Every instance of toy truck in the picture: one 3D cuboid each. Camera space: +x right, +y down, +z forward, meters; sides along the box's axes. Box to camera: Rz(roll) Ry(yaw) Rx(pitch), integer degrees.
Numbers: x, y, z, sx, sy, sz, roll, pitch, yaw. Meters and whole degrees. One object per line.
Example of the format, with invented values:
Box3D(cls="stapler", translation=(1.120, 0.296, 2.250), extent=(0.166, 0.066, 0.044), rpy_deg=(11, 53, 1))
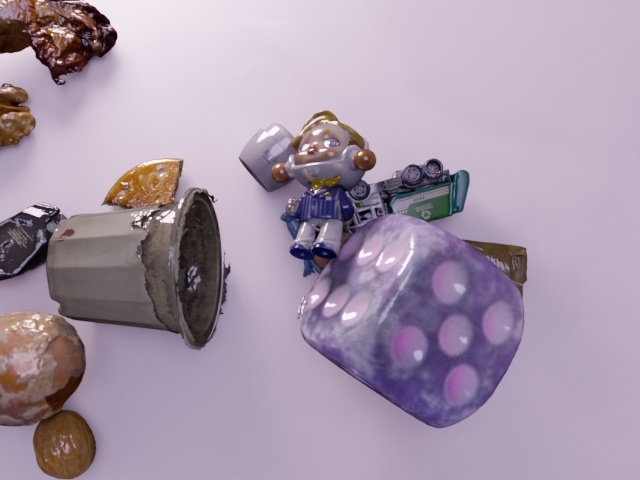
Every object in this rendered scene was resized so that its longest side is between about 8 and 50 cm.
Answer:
Box3D(cls="toy truck", translation=(0.164, -0.085, 1.320), extent=(0.254, 0.114, 0.123), rpy_deg=(-17, 90, -8))

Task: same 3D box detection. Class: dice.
Box3D(cls="dice", translation=(0.150, 0.132, 1.147), extent=(0.271, 0.270, 0.270), rpy_deg=(38, 80, -22))

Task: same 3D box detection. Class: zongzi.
Box3D(cls="zongzi", translation=(0.301, 0.090, 1.312), extent=(0.189, 0.081, 0.177), rpy_deg=(7, 86, 3))

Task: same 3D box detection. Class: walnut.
Box3D(cls="walnut", translation=(-0.646, -0.240, 1.308), extent=(0.170, 0.069, 0.142), rpy_deg=(-22, 79, -7))
Box3D(cls="walnut", translation=(-0.442, 0.351, 1.174), extent=(0.105, 0.105, 0.124), rpy_deg=(-16, 68, -8))

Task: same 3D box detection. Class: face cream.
Box3D(cls="face cream", translation=(-0.091, -0.160, 1.311), extent=(0.104, 0.117, 0.117), rpy_deg=(-41, 83, -5))

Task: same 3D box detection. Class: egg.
Box3D(cls="egg", translation=(-0.505, 0.218, 1.147), extent=(0.233, 0.195, 0.194), rpy_deg=(-40, 82, 21))

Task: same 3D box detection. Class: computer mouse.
Box3D(cls="computer mouse", translation=(-0.558, 0.009, 1.261), extent=(0.192, 0.062, 0.105), rpy_deg=(-38, 82, -18))

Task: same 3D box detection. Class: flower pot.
Box3D(cls="flower pot", translation=(-0.315, 0.047, 1.179), extent=(0.259, 0.290, 0.290), rpy_deg=(0, 77, 6))

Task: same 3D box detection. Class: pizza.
Box3D(cls="pizza", translation=(-0.325, -0.092, 1.313), extent=(0.178, 0.041, 0.131), rpy_deg=(-43, 81, -13))

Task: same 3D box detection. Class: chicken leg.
Box3D(cls="chicken leg", translation=(-0.564, -0.391, 1.322), extent=(0.323, 0.083, 0.177), rpy_deg=(0, 80, -21))

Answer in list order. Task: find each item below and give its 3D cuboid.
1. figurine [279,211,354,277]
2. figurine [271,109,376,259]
Box3D(cls="figurine", translation=(0.003, -0.004, 1.274), extent=(0.114, 0.144, 0.178), rpy_deg=(-37, 71, -24))
Box3D(cls="figurine", translation=(0.019, -0.095, 1.191), extent=(0.194, 0.133, 0.274), rpy_deg=(-26, 54, 17))
